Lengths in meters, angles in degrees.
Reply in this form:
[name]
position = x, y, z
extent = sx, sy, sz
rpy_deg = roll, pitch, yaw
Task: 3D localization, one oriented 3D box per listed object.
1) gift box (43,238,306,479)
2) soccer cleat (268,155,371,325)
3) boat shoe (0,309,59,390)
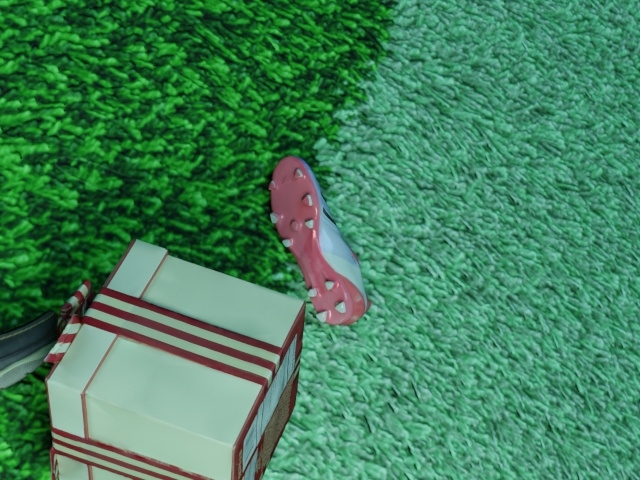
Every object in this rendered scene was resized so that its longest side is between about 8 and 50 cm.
[gift box]
position = -0.184, 0.178, 1.558
extent = 0.258, 0.255, 0.276
rpy_deg = 19, 45, 11
[soccer cleat]
position = 0.000, 0.000, 1.896
extent = 0.095, 0.083, 0.248
rpy_deg = -11, 79, -59
[boat shoe]
position = -0.450, 0.139, 1.530
extent = 0.355, 0.132, 0.130
rpy_deg = -24, 90, -36
